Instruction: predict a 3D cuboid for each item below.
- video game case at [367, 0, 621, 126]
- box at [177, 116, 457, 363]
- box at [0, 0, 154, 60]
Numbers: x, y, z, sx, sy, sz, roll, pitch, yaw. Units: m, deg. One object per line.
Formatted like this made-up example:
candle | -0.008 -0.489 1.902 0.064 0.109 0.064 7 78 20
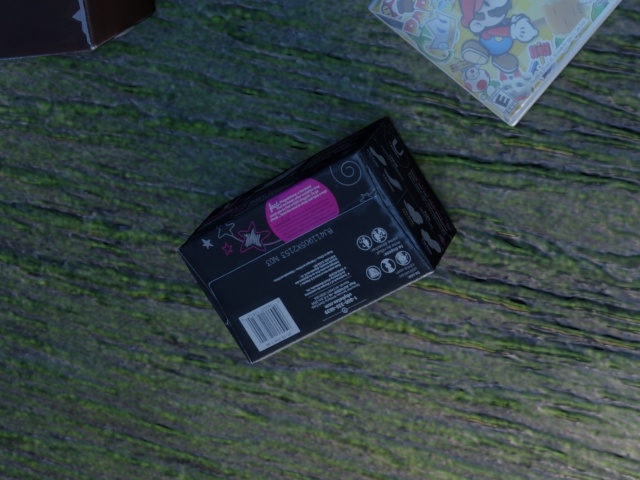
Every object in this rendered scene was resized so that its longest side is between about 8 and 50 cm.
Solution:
video game case | 0.195 -0.268 1.971 0.206 0.026 0.227 39 115 0
box | 0.000 0.000 2.060 0.247 0.142 0.163 -28 101 24
box | -0.298 -0.399 1.977 0.143 0.191 0.381 -5 106 18
